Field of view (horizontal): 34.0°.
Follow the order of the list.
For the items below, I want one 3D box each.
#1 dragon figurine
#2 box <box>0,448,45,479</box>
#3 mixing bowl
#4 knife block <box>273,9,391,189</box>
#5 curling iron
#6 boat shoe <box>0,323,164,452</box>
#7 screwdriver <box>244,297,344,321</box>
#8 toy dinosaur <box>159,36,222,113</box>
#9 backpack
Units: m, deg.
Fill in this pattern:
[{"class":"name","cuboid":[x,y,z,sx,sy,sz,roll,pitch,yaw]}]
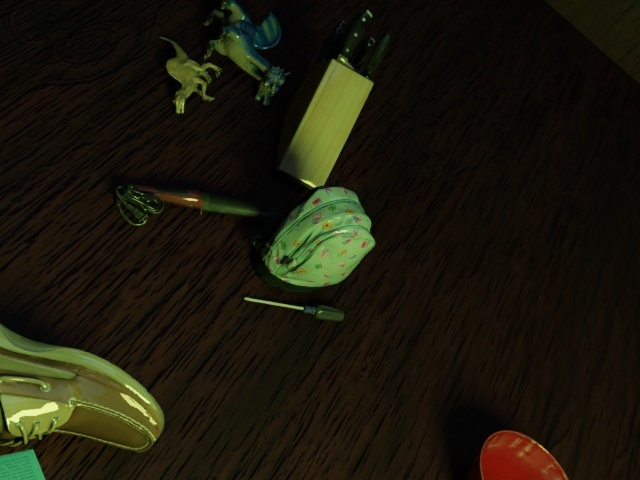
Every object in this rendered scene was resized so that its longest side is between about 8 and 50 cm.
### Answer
[{"class":"dragon figurine","cuboid":[-0.130,-0.371,1.889,0.144,0.085,0.289,20,47,-30]},{"class":"box","cuboid":[-0.290,0.344,1.051,0.060,0.100,0.244,-6,58,-43]},{"class":"mixing bowl","cuboid":[0.272,0.378,1.517,0.181,0.098,0.181,25,41,-23]},{"class":"knife block","cuboid":[0.028,-0.251,1.788,0.088,0.242,0.276,27,40,-18]},{"class":"curling iron","cuboid":[-0.185,-0.048,1.574,0.274,0.035,0.068,4,56,-38]},{"class":"boat shoe","cuboid":[-0.335,0.177,1.170,0.324,0.123,0.116,24,48,-13]},{"class":"screwdriver","cuboid":[-0.037,0.102,1.573,0.170,0.024,0.025,10,19,-33]},{"class":"toy dinosaur","cuboid":[-0.219,-0.288,1.760,0.092,0.053,0.183,13,46,-31]},{"class":"backpack","cuboid":[0.000,0.000,1.571,0.152,0.182,0.115,-2,56,-44]}]
